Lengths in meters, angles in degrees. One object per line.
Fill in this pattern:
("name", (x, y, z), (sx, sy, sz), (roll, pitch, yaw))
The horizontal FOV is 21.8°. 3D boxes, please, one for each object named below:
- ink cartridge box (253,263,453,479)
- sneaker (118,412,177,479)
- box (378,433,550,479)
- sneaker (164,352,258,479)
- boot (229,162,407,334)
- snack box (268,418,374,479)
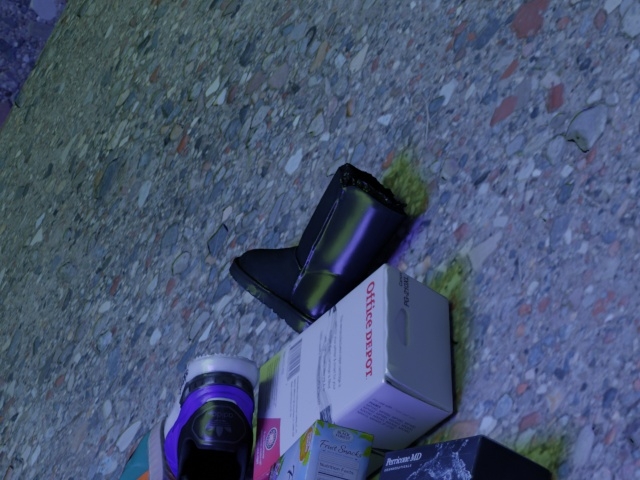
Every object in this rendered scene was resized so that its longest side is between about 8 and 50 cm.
("ink cartridge box", (0.035, 0.164, 1.844), (0.237, 0.100, 0.172), (-42, 32, 36))
("sneaker", (-0.210, 0.358, 2.094), (0.121, 0.108, 0.302), (-46, 22, 29))
("box", (0.121, 0.281, 1.584), (0.156, 0.093, 0.158), (-21, 45, 53))
("sneaker", (-0.134, 0.260, 1.950), (0.293, 0.102, 0.146), (102, 171, -56))
("boot", (0.000, 0.000, 2.075), (0.207, 0.094, 0.246), (-62, 33, 5))
("snack box", (-0.017, 0.308, 1.691), (0.174, 0.070, 0.207), (128, 156, -61))
